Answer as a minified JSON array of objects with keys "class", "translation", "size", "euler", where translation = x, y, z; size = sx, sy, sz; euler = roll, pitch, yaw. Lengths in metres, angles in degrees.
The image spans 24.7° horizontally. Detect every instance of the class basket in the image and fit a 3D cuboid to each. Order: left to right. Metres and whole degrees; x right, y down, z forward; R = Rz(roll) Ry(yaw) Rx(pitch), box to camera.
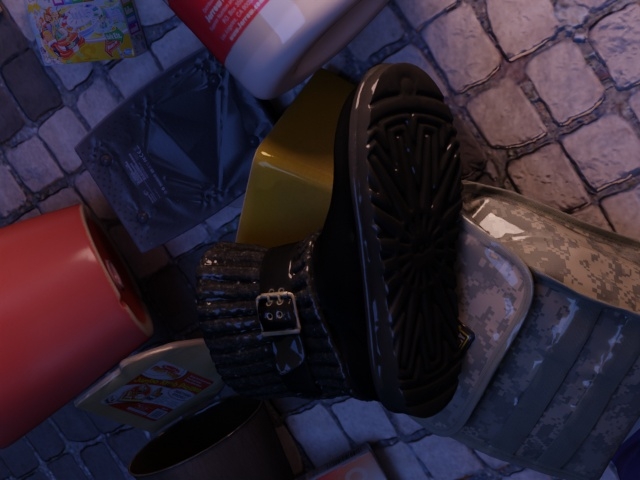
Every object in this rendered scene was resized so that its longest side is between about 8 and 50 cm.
[{"class":"basket","translation":[-0.109,0.343,1.921],"size":[0.204,0.154,0.227],"euler":[-26,105,14]}]

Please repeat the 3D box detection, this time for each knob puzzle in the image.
[{"class":"knob puzzle","translation":[-0.197,0.173,1.891],"size":[0.213,0.213,0.030],"euler":[-55,47,41]}]

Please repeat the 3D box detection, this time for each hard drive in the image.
[{"class":"hard drive","translation":[-0.158,-0.111,1.728],"size":[0.255,0.054,0.172],"euler":[-32,91,31]}]

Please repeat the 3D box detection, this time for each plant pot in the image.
[{"class":"plant pot","translation":[-0.362,0.093,1.851],"size":[0.243,0.275,0.275],"euler":[-27,101,1]},{"class":"plant pot","translation":[0.032,-0.029,1.586],"size":[0.187,0.212,0.212],"euler":[20,126,9]}]

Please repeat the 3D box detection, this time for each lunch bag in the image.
[{"class":"lunch bag","translation":[0.194,0.090,1.479],"size":[0.287,0.169,0.235],"euler":[20,122,-8]}]

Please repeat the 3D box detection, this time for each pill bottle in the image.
[{"class":"pill bottle","translation":[-0.113,-0.359,1.469],"size":[0.407,0.229,0.229],"euler":[48,132,3]}]

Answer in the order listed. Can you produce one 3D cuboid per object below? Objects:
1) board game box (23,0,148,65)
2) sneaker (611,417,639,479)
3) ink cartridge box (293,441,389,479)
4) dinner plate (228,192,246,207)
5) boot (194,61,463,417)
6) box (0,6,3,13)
[{"class":"board game box","translation":[-0.288,-0.269,1.777],"size":[0.154,0.026,0.103],"euler":[-1,114,35]},{"class":"sneaker","translation":[0.403,0.193,1.483],"size":[0.283,0.107,0.124],"euler":[117,143,-47]},{"class":"ink cartridge box","translation":[0.038,0.366,1.850],"size":[0.145,0.045,0.179],"euler":[-29,98,2]},{"class":"dinner plate","translation":[-0.117,-0.101,1.762],"size":[0.141,0.017,0.141],"euler":[15,123,26]},{"class":"boot","translation":[-0.003,0.002,1.421],"size":[0.260,0.131,0.348],"euler":[6,101,42]},{"class":"box","translation":[-0.534,-0.348,1.883],"size":[0.183,0.056,0.231],"euler":[-23,101,41]}]
